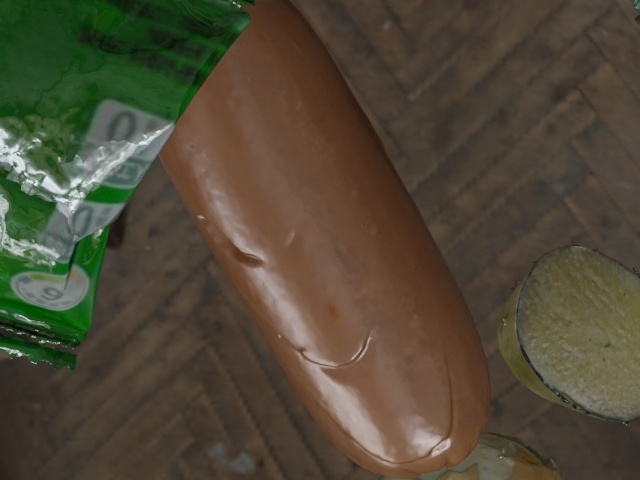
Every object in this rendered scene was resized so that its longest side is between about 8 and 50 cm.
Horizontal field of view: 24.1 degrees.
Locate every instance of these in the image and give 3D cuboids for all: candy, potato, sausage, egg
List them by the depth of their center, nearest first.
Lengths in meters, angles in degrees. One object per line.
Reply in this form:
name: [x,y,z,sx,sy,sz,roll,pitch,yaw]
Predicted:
candy: [-0.128,-0.041,0.573,0.141,0.078,0.203,28,117,-5]
sausage: [0.000,0.001,0.891,0.121,0.121,0.304,-24,99,29]
egg: [0.143,0.303,1.521,0.201,0.201,0.244,19,102,35]
potato: [0.274,0.113,1.649,0.117,0.202,0.182,-34,32,59]

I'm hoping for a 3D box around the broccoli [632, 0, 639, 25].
broccoli: [0.485,-0.340,1.733,0.280,0.293,0.348,-22,31,23]
